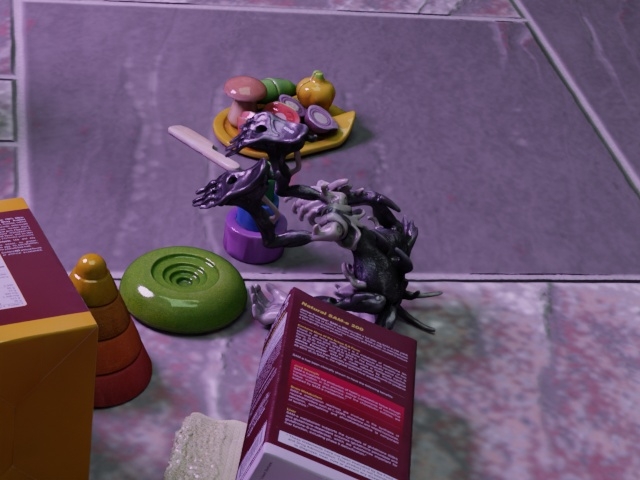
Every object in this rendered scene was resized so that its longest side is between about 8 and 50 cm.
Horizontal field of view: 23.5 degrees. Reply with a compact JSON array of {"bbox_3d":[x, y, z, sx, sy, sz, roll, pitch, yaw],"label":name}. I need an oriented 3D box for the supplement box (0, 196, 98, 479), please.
[{"bbox_3d":[-0.277,0.100,1.248,0.129,0.191,0.194,-9,37,-26],"label":"supplement box"}]

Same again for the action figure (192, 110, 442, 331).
[{"bbox_3d":[0.000,0.000,1.499,0.141,0.276,0.164,-13,44,40],"label":"action figure"}]

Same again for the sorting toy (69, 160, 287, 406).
[{"bbox_3d":[-0.142,0.016,1.474,0.127,0.126,0.365,24,36,23],"label":"sorting toy"}]

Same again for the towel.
[{"bbox_3d":[-0.080,0.200,1.292,0.110,0.027,0.148,9,32,3],"label":"towel"}]

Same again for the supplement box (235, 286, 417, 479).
[{"bbox_3d":[0.008,0.152,1.315,0.130,0.073,0.239,24,31,-8],"label":"supplement box"}]

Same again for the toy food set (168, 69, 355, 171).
[{"bbox_3d":[-0.055,-0.156,1.811,0.218,0.071,0.128,-18,41,-35],"label":"toy food set"}]
